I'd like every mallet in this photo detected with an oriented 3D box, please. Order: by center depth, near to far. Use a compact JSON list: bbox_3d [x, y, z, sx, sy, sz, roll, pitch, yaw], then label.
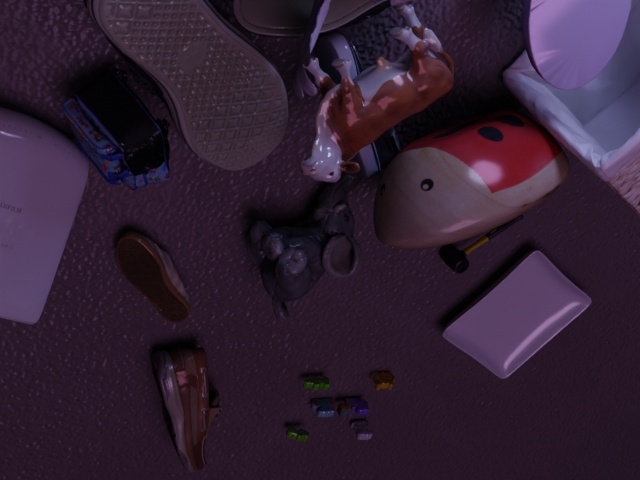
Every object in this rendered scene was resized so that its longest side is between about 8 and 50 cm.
[{"bbox_3d":[0.328,-0.007,2.103,0.190,0.062,0.039,-38,136,-14],"label":"mallet"}]

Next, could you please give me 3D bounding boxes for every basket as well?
[{"bbox_3d":[0.570,-0.260,1.809,0.328,0.331,0.266,-45,134,13],"label":"basket"}]

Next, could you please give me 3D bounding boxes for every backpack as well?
[{"bbox_3d":[-0.304,-0.151,1.580,0.117,0.158,0.173,-34,156,-17],"label":"backpack"}]

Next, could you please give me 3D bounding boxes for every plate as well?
[{"bbox_3d":[0.432,0.160,2.275,0.277,0.045,0.278,-44,132,11],"label":"plate"}]

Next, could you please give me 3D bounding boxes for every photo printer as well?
[{"bbox_3d":[-0.497,-0.046,1.550,0.256,0.107,0.307,21,87,-43],"label":"photo printer"}]

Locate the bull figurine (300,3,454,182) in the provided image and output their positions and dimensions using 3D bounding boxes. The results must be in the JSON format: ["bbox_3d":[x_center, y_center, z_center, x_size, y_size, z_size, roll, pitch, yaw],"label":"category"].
[{"bbox_3d":[0.072,-0.224,1.594,0.310,0.101,0.188,-35,130,-16],"label":"bull figurine"}]

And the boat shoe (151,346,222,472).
[{"bbox_3d":[-0.250,0.339,2.042,0.116,0.123,0.324,-17,134,-15],"label":"boat shoe"}]

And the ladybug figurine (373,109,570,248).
[{"bbox_3d":[0.260,-0.120,1.802,0.449,0.305,0.162,-29,106,-47],"label":"ladybug figurine"}]

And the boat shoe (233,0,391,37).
[{"bbox_3d":[0.021,-0.385,1.595,0.340,0.127,0.113,-27,178,-14],"label":"boat shoe"}]

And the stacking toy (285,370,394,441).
[{"bbox_3d":[0.041,0.361,2.250,0.221,0.052,0.167,3,123,-25],"label":"stacking toy"}]

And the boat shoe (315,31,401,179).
[{"bbox_3d":[0.078,-0.236,1.738,0.105,0.113,0.306,-31,132,-10],"label":"boat shoe"}]

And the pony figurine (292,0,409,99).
[{"bbox_3d":[0.028,-0.419,1.407,0.363,0.351,0.303,40,139,-22],"label":"pony figurine"}]

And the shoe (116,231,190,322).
[{"bbox_3d":[-0.299,0.058,1.839,0.077,0.058,0.219,-15,131,13],"label":"shoe"}]

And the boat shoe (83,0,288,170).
[{"bbox_3d":[-0.195,-0.277,1.552,0.187,0.156,0.500,-37,144,3],"label":"boat shoe"}]

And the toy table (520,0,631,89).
[{"bbox_3d":[0.394,-0.407,1.696,0.252,0.161,0.274,4,118,-17],"label":"toy table"}]

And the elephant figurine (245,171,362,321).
[{"bbox_3d":[0.000,0.000,1.876,0.239,0.169,0.186,-26,164,-26],"label":"elephant figurine"}]
